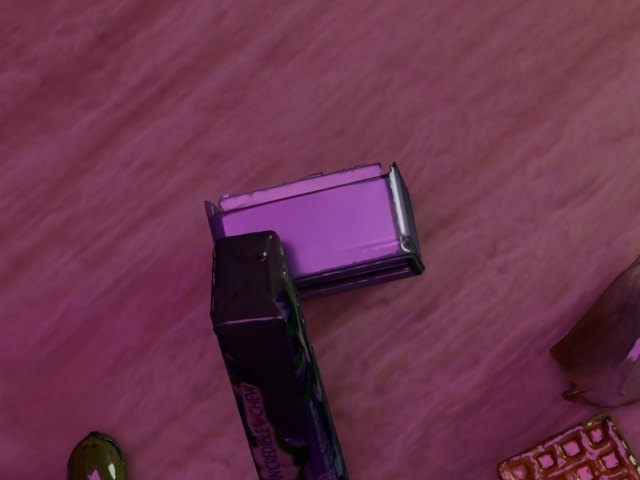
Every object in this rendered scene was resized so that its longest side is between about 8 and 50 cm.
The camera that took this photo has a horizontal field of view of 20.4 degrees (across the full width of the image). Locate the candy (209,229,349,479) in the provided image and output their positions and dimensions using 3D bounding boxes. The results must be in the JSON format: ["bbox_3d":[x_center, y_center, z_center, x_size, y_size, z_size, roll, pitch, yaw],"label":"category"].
[{"bbox_3d":[-0.023,0.132,1.274,0.061,0.312,0.088,-11,42,4],"label":"candy"}]

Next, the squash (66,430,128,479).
[{"bbox_3d":[-0.176,0.242,1.398,0.052,0.052,0.183,0,82,6],"label":"squash"}]

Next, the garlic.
[{"bbox_3d":[0.240,0.067,1.365,0.084,0.066,0.152,39,91,11],"label":"garlic"}]

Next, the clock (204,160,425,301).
[{"bbox_3d":[-0.001,0.000,1.337,0.144,0.193,0.073,-13,83,5],"label":"clock"}]

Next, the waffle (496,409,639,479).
[{"bbox_3d":[0.210,0.216,1.362,0.102,0.042,0.148,-28,81,4],"label":"waffle"}]
